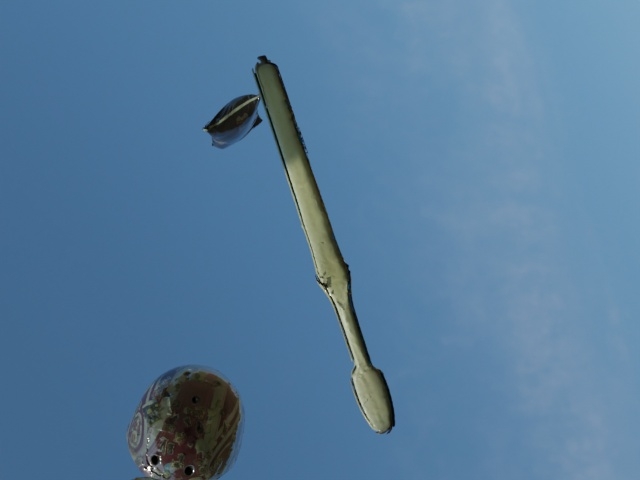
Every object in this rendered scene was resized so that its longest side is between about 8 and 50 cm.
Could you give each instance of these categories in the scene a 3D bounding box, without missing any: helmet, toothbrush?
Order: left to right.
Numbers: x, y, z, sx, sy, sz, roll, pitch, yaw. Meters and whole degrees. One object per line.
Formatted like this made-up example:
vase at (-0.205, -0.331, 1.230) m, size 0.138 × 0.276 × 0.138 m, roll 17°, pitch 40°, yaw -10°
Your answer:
helmet at (-0.171, 0.232, 1.138) m, size 0.153 × 0.107 × 0.177 m, roll 19°, pitch -152°, yaw -4°
toothbrush at (0.000, -0.001, 0.622) m, size 0.026 × 0.028 × 0.294 m, roll -17°, pitch -97°, yaw -6°

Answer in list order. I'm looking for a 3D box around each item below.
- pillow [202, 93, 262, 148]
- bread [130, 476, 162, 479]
pillow at (-0.127, -0.175, 1.252) m, size 0.048 × 0.150 × 0.090 m, roll 41°, pitch -93°, yaw -1°
bread at (-0.222, 0.378, 0.894) m, size 0.124 × 0.185 × 0.257 m, roll 21°, pitch -138°, yaw 8°
